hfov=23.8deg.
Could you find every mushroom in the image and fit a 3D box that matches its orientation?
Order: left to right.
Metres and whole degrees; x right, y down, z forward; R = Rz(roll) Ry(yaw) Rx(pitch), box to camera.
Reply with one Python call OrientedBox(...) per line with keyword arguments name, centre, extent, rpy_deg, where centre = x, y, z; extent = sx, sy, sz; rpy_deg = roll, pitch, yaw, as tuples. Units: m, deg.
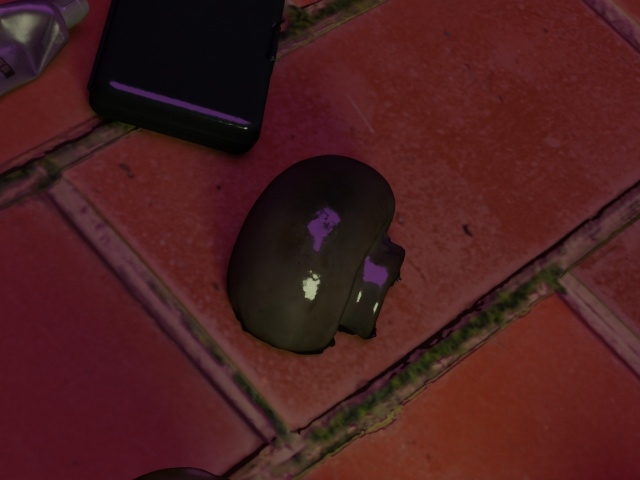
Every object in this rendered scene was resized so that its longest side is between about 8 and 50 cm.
OrientedBox(name="mushroom", centre=(0.000, 0.000, 1.281), extent=(0.141, 0.117, 0.188), rpy_deg=(20, 54, 9))

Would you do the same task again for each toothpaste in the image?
OrientedBox(name="toothpaste", centre=(-0.317, -0.141, 1.299), extent=(0.075, 0.048, 0.301), rpy_deg=(45, 55, 9))

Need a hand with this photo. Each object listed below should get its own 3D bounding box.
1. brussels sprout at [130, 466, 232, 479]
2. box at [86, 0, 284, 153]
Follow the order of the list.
OrientedBox(name="brussels sprout", centre=(-0.088, 0.284, 0.923), extent=(0.242, 0.274, 0.317), rpy_deg=(21, 48, -15))
OrientedBox(name="box", centre=(-0.119, -0.191, 1.405), extent=(0.160, 0.050, 0.230), rpy_deg=(15, 51, -9))
